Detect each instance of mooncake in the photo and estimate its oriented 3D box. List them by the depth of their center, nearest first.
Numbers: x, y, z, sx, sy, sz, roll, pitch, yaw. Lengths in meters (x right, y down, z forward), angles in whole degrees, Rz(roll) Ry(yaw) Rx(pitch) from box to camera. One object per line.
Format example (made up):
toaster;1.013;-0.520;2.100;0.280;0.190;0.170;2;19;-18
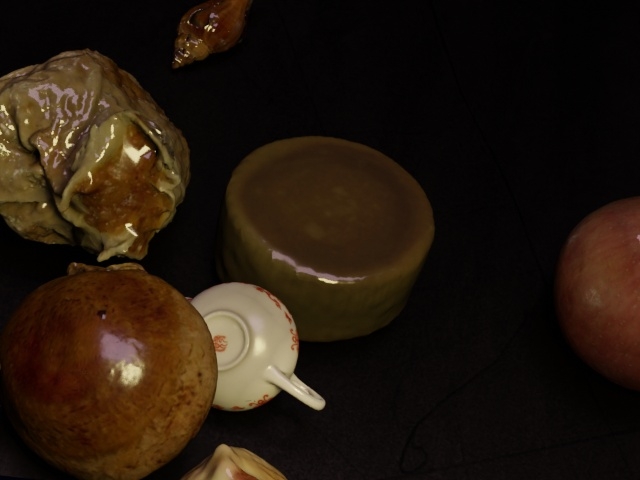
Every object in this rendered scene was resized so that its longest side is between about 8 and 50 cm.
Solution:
mooncake;0.000;0.000;1.754;0.284;0.155;0.284;7;49;-8

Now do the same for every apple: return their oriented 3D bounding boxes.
apple;0.470;0.066;1.775;0.306;0.235;0.305;9;50;-10

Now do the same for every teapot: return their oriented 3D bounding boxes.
teapot;-0.098;0.139;1.624;0.245;0.116;0.159;40;79;15

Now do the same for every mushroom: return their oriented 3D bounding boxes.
mushroom;-0.259;0.135;1.539;0.263;0.195;0.283;-24;39;10

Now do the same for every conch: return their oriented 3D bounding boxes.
conch;-0.151;-0.344;2.050;0.233;0.086;0.080;-33;66;-33

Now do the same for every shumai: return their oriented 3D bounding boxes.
shumai;-0.243;-0.104;1.656;0.262;0.267;0.314;11;4;42

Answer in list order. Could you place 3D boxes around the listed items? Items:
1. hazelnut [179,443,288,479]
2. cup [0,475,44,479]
hazelnut;-0.093;0.335;1.391;0.261;0.241;0.261;-16;15;5
cup;-0.371;0.357;1.335;0.256;0.178;0.255;7;48;-7
